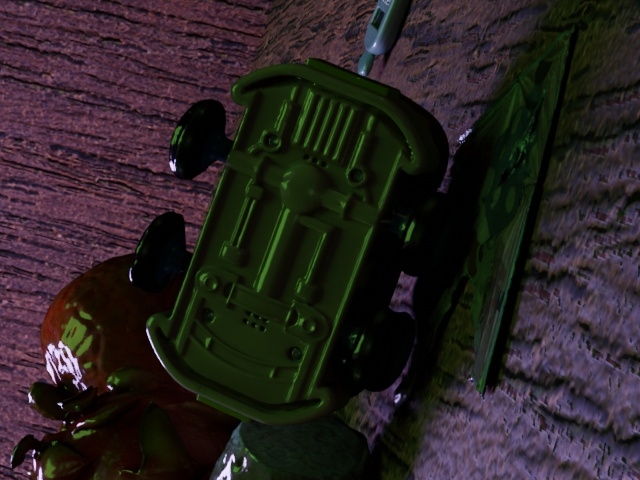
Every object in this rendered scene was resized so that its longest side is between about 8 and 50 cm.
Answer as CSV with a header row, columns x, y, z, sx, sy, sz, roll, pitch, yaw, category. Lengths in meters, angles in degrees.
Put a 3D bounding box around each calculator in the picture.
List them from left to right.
x,y,z,sx,sy,sz,roll,pitch,yaw,category
0.070,-0.232,1.863,0.095,0.021,0.153,-111,39,-77,calculator

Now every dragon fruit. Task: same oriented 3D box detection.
x,y,z,sx,sy,sz,roll,pitch,yaw,category
-0.148,0.262,1.630,0.307,0.243,0.227,-56,-40,-28,dragon fruit

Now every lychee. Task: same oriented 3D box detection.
x,y,z,sx,sy,sz,roll,pitch,yaw,category
-0.185,0.142,1.979,0.255,0.300,0.255,60,167,23,lychee

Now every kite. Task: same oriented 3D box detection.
x,y,z,sx,sy,sz,roll,pitch,yaw,category
0.101,-0.003,1.231,0.335,0.011,0.314,-85,15,-60,kite

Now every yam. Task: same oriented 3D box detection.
x,y,z,sx,sy,sz,roll,pitch,yaw,category
-0.037,0.201,1.383,0.107,0.107,0.194,-83,13,-50,yam

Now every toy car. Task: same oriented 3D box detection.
x,y,z,sx,sy,sz,roll,pitch,yaw,category
0.000,0.000,1.351,0.247,0.204,0.198,-69,-15,9,toy car
